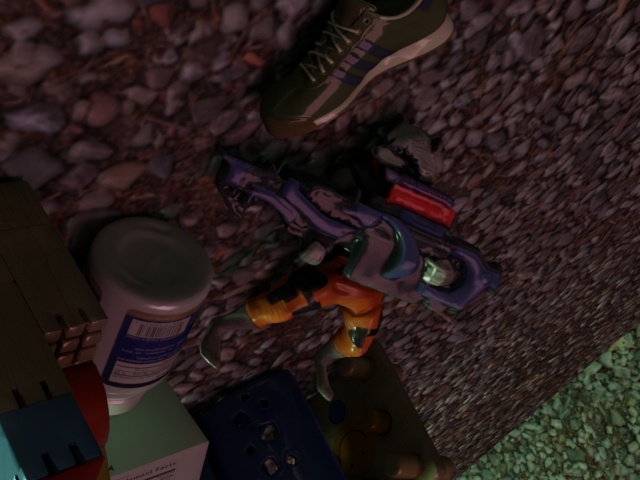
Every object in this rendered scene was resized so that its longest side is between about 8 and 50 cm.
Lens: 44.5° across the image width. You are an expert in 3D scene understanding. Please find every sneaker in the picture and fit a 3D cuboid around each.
[{"bbox_3d":[0.023,-0.169,0.651,0.192,0.064,0.086,-33,144,-6],"label":"sneaker"}]

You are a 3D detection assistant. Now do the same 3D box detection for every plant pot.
[{"bbox_3d":[-0.117,0.357,1.112,0.212,0.236,0.236,-8,142,-32],"label":"plant pot"}]

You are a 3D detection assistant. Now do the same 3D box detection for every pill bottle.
[{"bbox_3d":[-0.182,0.079,0.741,0.112,0.112,0.187,-9,142,-40],"label":"pill bottle"}]

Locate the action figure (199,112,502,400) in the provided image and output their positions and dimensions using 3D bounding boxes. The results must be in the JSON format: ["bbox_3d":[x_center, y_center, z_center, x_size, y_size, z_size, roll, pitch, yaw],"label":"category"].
[{"bbox_3d":[0.000,0.000,0.838,0.341,0.178,0.330,31,107,-28],"label":"action figure"}]

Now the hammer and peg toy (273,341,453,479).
[{"bbox_3d":[0.023,0.363,1.257,0.127,0.266,0.361,18,123,-39],"label":"hammer and peg toy"}]

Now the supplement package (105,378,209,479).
[{"bbox_3d":[-0.240,0.295,0.934,0.134,0.139,0.244,-12,133,-37],"label":"supplement package"}]

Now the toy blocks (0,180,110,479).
[{"bbox_3d":[-0.249,0.150,0.607,0.190,0.261,0.381,-13,145,-42],"label":"toy blocks"}]
